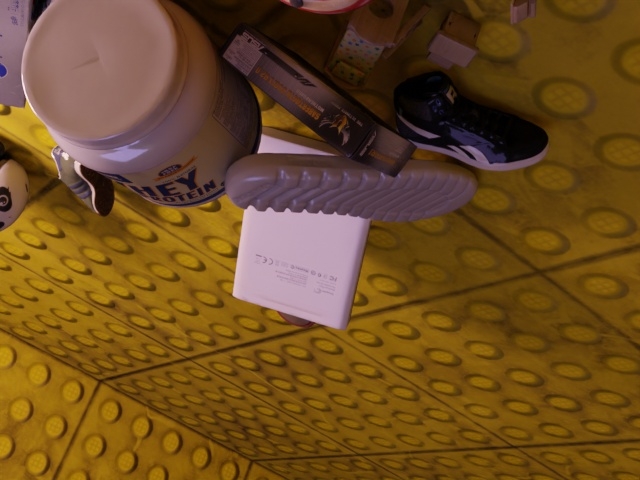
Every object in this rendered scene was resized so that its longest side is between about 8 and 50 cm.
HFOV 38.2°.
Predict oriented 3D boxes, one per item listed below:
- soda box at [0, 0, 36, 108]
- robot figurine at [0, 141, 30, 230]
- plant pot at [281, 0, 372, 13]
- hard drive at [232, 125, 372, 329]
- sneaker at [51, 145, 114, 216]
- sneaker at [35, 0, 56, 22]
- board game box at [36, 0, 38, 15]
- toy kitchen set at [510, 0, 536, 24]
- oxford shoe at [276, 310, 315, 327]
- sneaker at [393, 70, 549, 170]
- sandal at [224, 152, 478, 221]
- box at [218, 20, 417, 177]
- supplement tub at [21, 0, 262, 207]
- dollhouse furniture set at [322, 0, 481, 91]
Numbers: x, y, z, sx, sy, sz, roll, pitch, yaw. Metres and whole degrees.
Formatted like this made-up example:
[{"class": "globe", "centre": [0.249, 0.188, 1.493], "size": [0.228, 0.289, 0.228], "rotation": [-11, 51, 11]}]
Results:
[{"class": "soda box", "centre": [-0.436, -0.298, 1.243], "size": [0.098, 0.091, 0.286], "rotation": [9, 152, -14]}, {"class": "robot figurine", "centre": [-0.728, -0.124, 1.856], "size": [0.278, 0.174, 0.209], "rotation": [27, 160, -11]}, {"class": "plant pot", "centre": [0.009, -0.345, 0.935], "size": [0.191, 0.174, 0.191], "rotation": [14, 151, 8]}, {"class": "hard drive", "centre": [-0.026, -0.016, 1.537], "size": [0.210, 0.040, 0.319], "rotation": [16, 121, 9]}, {"class": "sneaker", "centre": [-0.467, -0.123, 1.808], "size": [0.086, 0.064, 0.192], "rotation": [21, 154, 16]}, {"class": "sneaker", "centre": [-0.281, -0.347, 1.198], "size": [0.122, 0.110, 0.283], "rotation": [16, 154, -31]}, {"class": "board game box", "centre": [-0.573, -0.395, 1.347], "size": [0.302, 0.086, 0.308], "rotation": [18, 153, 6]}, {"class": "toy kitchen set", "centre": [0.253, -0.272, 1.017], "size": [0.075, 0.068, 0.083], "rotation": [11, 152, 18]}, {"class": "oxford shoe", "centre": [0.000, 0.000, 1.655], "size": [0.123, 0.130, 0.348], "rotation": [29, 134, 7]}, {"class": "sneaker", "centre": [0.197, -0.164, 1.241], "size": [0.216, 0.079, 0.121], "rotation": [11, 153, 21]}, {"class": "sandal", "centre": [0.059, -0.105, 1.349], "size": [0.416, 0.102, 0.169], "rotation": [3, 158, -32]}, {"class": "box", "centre": [0.000, -0.179, 1.194], "size": [0.231, 0.056, 0.183], "rotation": [40, -169, 18]}, {"class": "supplement tub", "centre": [-0.227, -0.185, 1.234], "size": [0.235, 0.235, 0.325], "rotation": [13, 174, 14]}, {"class": "dollhouse furniture set", "centre": [0.093, -0.220, 1.187], "size": [0.161, 0.101, 0.182], "rotation": [24, 153, -6]}]
